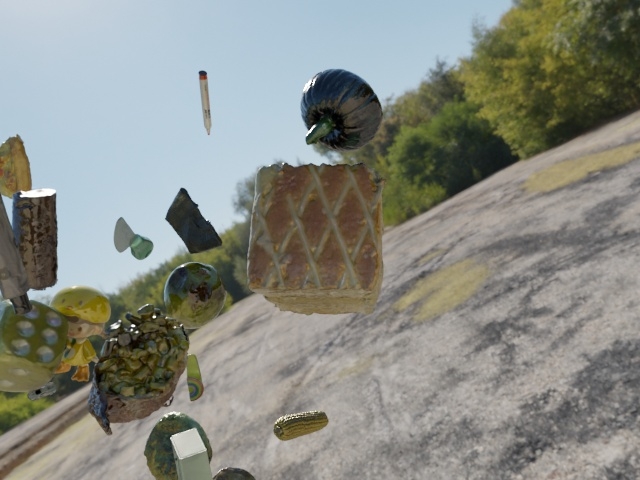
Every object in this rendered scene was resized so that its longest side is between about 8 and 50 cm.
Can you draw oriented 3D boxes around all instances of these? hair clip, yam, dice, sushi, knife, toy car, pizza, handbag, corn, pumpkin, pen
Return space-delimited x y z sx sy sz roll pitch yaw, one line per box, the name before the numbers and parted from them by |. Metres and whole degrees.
hair clip | -0.478 0.523 2.083 0.060 0.188 0.033 -6 10 -10
yam | -0.819 -0.005 1.568 0.131 0.279 0.131 5 13 -1
dice | -0.995 0.346 1.807 0.233 0.238 0.227 -33 -46 26
sushi | -0.366 0.259 1.116 0.296 0.167 0.179 -35 -19 -49
knife | -0.416 0.001 1.189 0.063 0.035 0.260 -50 -5 -11
toy car | -0.968 0.525 1.904 0.093 0.041 0.025 -15 -27 -48
pizza | -1.208 -0.248 2.033 0.288 0.279 0.075 -1 17 12
handbag | -0.496 -0.064 2.141 0.175 0.270 0.089 -33 4 46
corn | -0.063 0.637 1.903 0.231 0.080 0.080 1 -22 -43
pumpkin | 0.041 -0.348 1.554 0.248 0.248 0.248 -28 -1 0
pen | -0.330 -0.389 1.576 0.026 0.026 0.218 -28 -32 -26

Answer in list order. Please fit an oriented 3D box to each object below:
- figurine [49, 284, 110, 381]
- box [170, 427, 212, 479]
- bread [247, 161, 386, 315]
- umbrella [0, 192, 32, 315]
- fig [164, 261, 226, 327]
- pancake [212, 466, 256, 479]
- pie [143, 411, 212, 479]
figurine | -0.899 0.333 2.018 0.215 0.343 0.187 13 9 -8
box | -0.378 0.701 1.640 0.086 0.225 0.129 -13 18 -24
bread | 0.000 0.000 1.562 0.372 0.389 0.279 0 -18 3
umbrella | -0.771 0.022 1.323 0.073 0.337 0.067 -18 14 -27
fig | -0.490 0.223 2.113 0.239 0.239 0.271 -27 -27 -57
pancake | -0.317 0.906 1.905 0.223 0.042 0.236 3 40 0
pie | -0.502 0.741 1.906 0.277 0.276 0.078 -29 -19 16
